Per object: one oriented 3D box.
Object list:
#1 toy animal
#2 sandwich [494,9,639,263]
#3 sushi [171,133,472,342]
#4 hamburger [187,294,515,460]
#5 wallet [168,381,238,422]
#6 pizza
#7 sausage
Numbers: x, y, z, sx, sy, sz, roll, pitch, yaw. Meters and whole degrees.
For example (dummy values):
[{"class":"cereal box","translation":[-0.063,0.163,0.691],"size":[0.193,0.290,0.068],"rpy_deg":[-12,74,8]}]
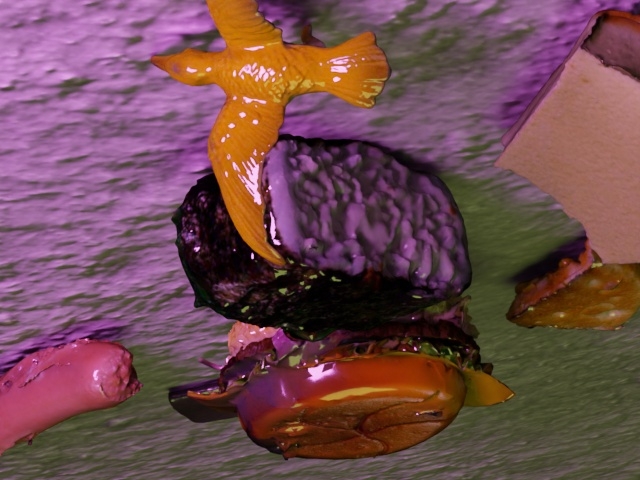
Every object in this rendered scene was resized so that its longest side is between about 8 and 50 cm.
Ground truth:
[{"class":"toy animal","translation":[-0.037,-0.102,1.143],"size":[0.095,0.219,0.155],"rpy_deg":[-12,-160,-32]},{"class":"sandwich","translation":[0.254,-0.038,1.258],"size":[0.245,0.063,0.212],"rpy_deg":[35,152,1]},{"class":"sushi","translation":[0.000,0.000,1.337],"size":[0.225,0.124,0.127],"rpy_deg":[8,153,-44]},{"class":"hamburger","translation":[0.021,0.100,1.550],"size":[0.262,0.138,0.243],"rpy_deg":[-23,151,32]},{"class":"wallet","translation":[-0.067,0.152,1.796],"size":[0.157,0.018,0.082],"rpy_deg":[-13,155,13]},{"class":"pizza","translation":[0.228,0.043,1.606],"size":[0.131,0.041,0.178],"rpy_deg":[-20,154,22]},{"class":"sausage","translation":[-0.285,0.155,1.672],"size":[0.304,0.078,0.078],"rpy_deg":[-25,151,35]}]
